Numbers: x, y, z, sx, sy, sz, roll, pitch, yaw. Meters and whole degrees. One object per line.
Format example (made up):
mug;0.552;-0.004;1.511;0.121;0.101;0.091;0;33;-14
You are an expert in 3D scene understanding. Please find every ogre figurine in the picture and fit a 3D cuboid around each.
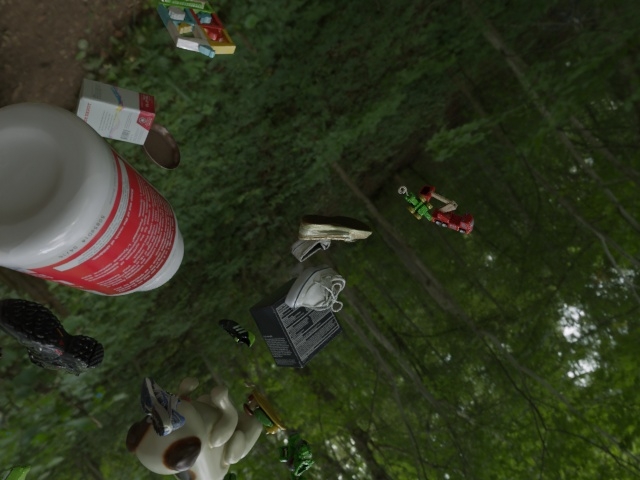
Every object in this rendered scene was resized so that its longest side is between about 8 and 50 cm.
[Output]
ogre figurine;-0.066;0.632;1.343;0.097;0.197;0.118;-22;-148;-10

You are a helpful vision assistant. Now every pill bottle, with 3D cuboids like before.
pill bottle;-0.384;-0.031;0.793;0.229;0.229;0.407;-41;166;-8

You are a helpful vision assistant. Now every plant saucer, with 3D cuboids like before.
plant saucer;-0.523;-0.303;1.510;0.029;0.168;0.168;-22;-153;22

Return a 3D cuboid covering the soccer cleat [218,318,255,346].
soccer cleat;-0.368;0.401;2.039;0.060;0.179;0.072;-55;-170;32

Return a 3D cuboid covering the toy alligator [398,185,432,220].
toy alligator;0.269;-0.117;1.358;0.056;0.190;0.051;-46;-139;10

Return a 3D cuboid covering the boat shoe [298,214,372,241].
boat shoe;0.031;-0.019;0.963;0.056;0.153;0.048;-118;-143;-54

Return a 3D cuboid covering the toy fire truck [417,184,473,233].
toy fire truck;0.422;-0.103;1.566;0.192;0.135;0.047;23;-117;24

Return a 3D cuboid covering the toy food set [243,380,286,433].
toy food set;-0.216;0.604;1.657;0.071;0.218;0.128;-42;168;-7

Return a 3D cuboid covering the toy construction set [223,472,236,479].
toy construction set;-0.298;0.640;1.046;0.309;0.237;0.257;-12;-149;-27

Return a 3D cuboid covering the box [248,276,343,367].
box;-0.102;0.342;2.026;0.183;0.294;0.296;-14;-166;46

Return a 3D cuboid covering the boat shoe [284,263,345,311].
boat shoe;0.010;0.180;1.612;0.135;0.157;0.367;-63;166;11

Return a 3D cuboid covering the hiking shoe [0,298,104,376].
hiking shoe;-0.560;0.208;0.933;0.114;0.227;0.086;-35;-153;22

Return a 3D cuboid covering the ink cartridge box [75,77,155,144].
ink cartridge box;-0.537;-0.333;1.219;0.127;0.175;0.072;-43;-130;44

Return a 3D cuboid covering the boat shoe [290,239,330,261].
boat shoe;0.000;0.000;2.038;0.268;0.088;0.096;-30;155;-17

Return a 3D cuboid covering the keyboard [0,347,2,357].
keyboard;-0.791;0.415;1.036;0.201;0.033;0.317;-41;-143;29

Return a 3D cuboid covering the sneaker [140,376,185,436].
sneaker;-0.305;0.317;0.904;0.135;0.058;0.052;45;-60;38

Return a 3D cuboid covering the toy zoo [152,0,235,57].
toy zoo;-0.393;-0.674;1.472;0.192;0.293;0.030;-11;150;-38

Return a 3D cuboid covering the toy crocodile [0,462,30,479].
toy crocodile;-0.742;0.651;0.998;0.340;0.105;0.115;-63;-173;-29

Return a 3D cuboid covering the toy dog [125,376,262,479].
toy dog;-0.433;0.633;1.494;0.285;0.408;0.395;21;-112;24
